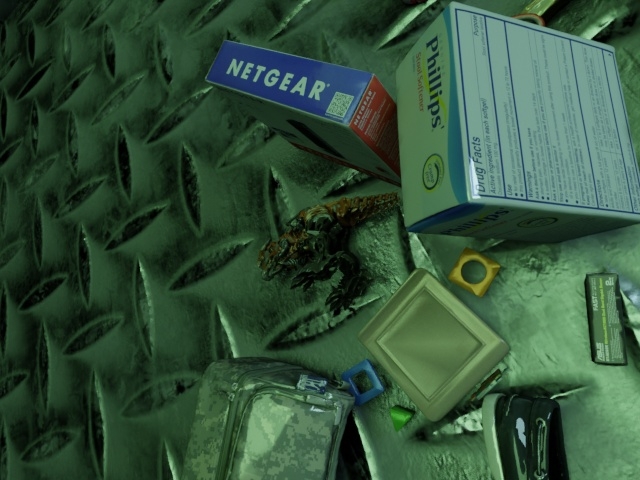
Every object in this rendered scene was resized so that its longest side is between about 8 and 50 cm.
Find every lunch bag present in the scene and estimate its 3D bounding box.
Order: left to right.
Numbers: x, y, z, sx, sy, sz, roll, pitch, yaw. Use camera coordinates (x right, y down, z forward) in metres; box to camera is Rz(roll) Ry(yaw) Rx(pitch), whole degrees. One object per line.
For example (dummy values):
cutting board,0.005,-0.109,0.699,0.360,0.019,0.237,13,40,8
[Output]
lunch bag,-0.080,0.369,0.739,0.255,0.212,0.306,7,81,32

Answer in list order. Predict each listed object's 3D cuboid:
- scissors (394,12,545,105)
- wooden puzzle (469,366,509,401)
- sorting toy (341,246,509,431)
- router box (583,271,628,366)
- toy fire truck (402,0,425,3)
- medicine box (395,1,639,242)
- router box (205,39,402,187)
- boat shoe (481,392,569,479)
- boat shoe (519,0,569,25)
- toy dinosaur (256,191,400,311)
scissors,0.263,-0.335,0.800,0.296,0.021,0.109,-3,102,34
wooden puzzle,0.264,0.225,0.660,0.006,0.049,0.083,45,103,17
sorting toy,0.188,0.173,0.722,0.196,0.047,0.348,45,105,25
router box,0.394,0.109,0.584,0.038,0.092,0.123,-5,76,30
toy fire truck,0.179,-0.603,0.914,0.135,0.047,0.192,6,82,33
medicine box,0.270,-0.144,0.594,0.149,0.288,0.264,144,128,-68
router box,0.007,-0.222,0.776,0.335,0.301,0.082,28,93,33
boat shoe,0.312,0.377,0.550,0.113,0.127,0.341,-24,57,37
boat shoe,0.411,-0.433,0.730,0.135,0.050,0.045,-42,66,16
toy dinosaur,0.000,0.000,0.826,0.322,0.164,0.219,-49,39,37
